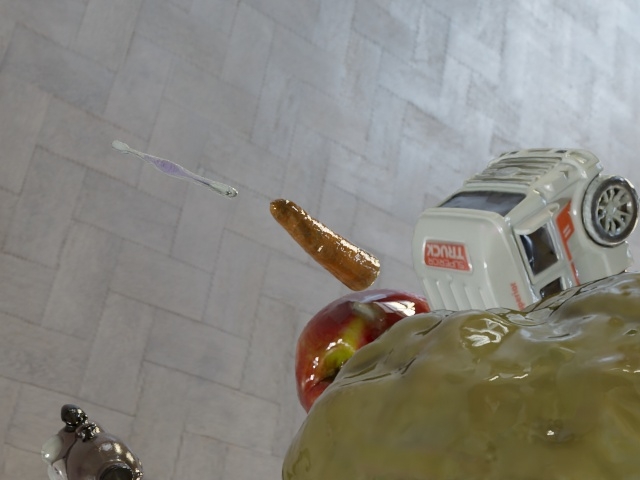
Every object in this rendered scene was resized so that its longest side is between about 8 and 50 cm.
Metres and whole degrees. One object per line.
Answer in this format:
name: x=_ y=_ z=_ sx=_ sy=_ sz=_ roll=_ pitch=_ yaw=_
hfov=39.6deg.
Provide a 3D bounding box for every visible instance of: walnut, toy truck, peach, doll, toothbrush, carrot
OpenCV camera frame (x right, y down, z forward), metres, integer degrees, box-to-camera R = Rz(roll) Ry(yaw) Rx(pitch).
walnut: x=0.137 y=0.146 z=0.432 sx=0.282 sy=0.277 sz=0.253 roll=-6 pitch=81 yaw=-46
toy truck: x=0.230 y=0.113 z=0.902 sx=0.207 sy=0.173 sz=0.387 roll=-29 pitch=106 yaw=-23
peach: x=0.110 y=0.214 z=1.571 sx=0.338 sy=0.281 sz=0.280 roll=10 pitch=72 yaw=-60
doll: x=-0.374 y=0.378 z=1.477 sx=0.117 sy=0.257 sz=0.181 roll=-23 pitch=112 yaw=-34
toothbrush: x=-0.120 y=-0.058 z=0.721 sx=0.011 sy=0.131 sz=0.013 roll=-66 pitch=153 yaw=-2
carrot: x=0.000 y=0.000 z=1.213 sx=0.210 sy=0.061 sz=0.061 roll=37 pitch=58 yaw=-41
